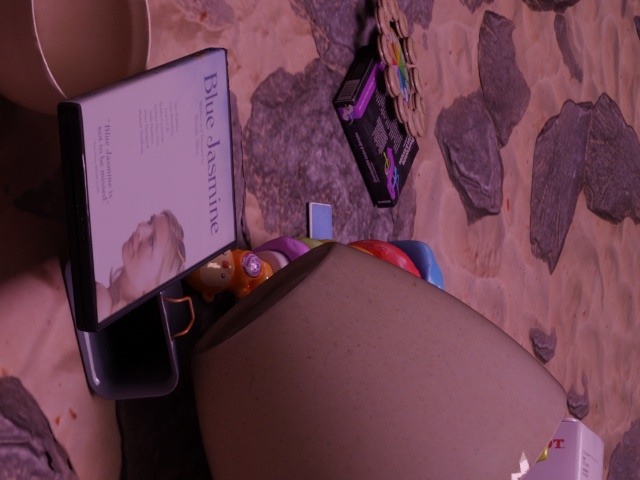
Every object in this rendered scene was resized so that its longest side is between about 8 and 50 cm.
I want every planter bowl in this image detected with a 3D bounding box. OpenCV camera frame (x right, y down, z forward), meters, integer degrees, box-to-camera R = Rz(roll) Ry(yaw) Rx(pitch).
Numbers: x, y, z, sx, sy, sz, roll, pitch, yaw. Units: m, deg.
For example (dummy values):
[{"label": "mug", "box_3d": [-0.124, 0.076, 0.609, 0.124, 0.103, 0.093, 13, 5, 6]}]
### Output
[{"label": "planter bowl", "box_3d": [-0.222, -0.173, 1.316, 0.162, 0.109, 0.162, 9, 79, -62]}]

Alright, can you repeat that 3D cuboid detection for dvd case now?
[{"label": "dvd case", "box_3d": [-0.134, -0.048, 1.353, 0.253, 0.022, 0.180, -35, 126, -62]}]

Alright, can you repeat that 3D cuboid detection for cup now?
[{"label": "cup", "box_3d": [0.019, 0.143, 1.497, 0.237, 0.331, 0.331, 52, 35, -9]}]

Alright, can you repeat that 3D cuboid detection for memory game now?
[{"label": "memory game", "box_3d": [0.099, -0.214, 2.020, 0.186, 0.012, 0.186, -11, 90, -74]}]

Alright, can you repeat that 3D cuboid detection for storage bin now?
[{"label": "storage bin", "box_3d": [-0.154, 0.058, 1.458, 0.091, 0.098, 0.135, -51, 133, -67]}]

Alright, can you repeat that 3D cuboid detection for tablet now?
[{"label": "tablet", "box_3d": [0.000, 0.000, 1.854, 0.054, 0.006, 0.083, 5, 84, -63]}]

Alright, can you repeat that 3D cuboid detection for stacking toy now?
[{"label": "stacking toy", "box_3d": [-0.025, 0.053, 1.677, 0.302, 0.166, 0.175, 22, 68, -45]}]

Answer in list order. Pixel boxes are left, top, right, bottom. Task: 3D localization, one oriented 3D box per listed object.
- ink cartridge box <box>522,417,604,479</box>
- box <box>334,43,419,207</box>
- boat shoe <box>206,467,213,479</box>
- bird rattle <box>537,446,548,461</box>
[{"label": "ink cartridge box", "box_3d": [0.240, 0.370, 2.075, 0.117, 0.201, 0.278, 37, 54, -58]}, {"label": "box", "box_3d": [0.069, -0.135, 1.980, 0.162, 0.029, 0.116, 66, 32, -33]}, {"label": "boat shoe", "box_3d": [-0.071, 0.228, 1.655, 0.040, 0.049, 0.142, -57, 152, 3]}, {"label": "bird rattle", "box_3d": [0.121, 0.215, 1.786, 0.143, 0.253, 0.207, 31, 35, -20]}]
